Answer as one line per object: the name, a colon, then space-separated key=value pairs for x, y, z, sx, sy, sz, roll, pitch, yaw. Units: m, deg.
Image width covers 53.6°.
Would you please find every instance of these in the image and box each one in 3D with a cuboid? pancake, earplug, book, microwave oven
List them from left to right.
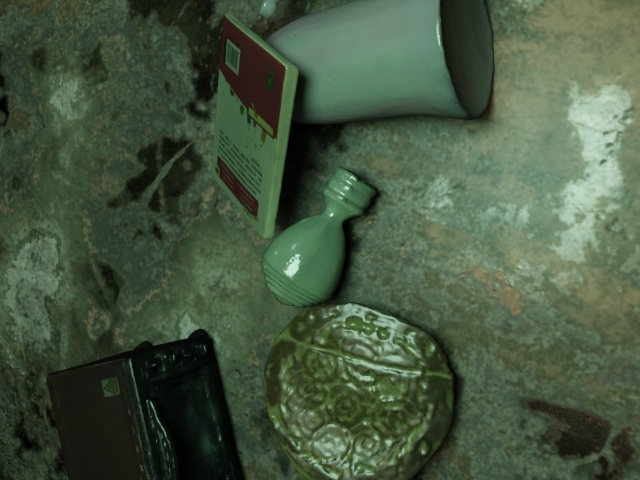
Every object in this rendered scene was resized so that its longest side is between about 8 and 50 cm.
microwave oven: x=-0.234 y=0.268 z=0.889 sx=0.188 sy=0.178 sz=0.248 roll=-17 pitch=86 yaw=25
book: x=-0.088 y=-0.137 z=0.782 sx=0.162 sy=0.022 sz=0.232 roll=48 pitch=141 yaw=39
earplug: x=0.033 y=-0.212 z=0.757 sx=0.301 sy=0.172 sz=0.173 roll=-2 pitch=92 yaw=32
pancake: x=0.040 y=0.198 z=0.794 sx=0.250 sy=0.031 sz=0.250 roll=0 pitch=89 yaw=17

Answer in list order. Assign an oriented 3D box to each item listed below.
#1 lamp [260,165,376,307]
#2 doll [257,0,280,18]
lamp: x=0.000 y=0.000 z=0.813 sx=0.106 sy=0.106 sz=0.193 roll=36 pitch=97 yaw=20
doll: x=-0.012 y=-0.452 z=0.772 sx=0.160 sy=0.094 sz=0.365 roll=34 pitch=107 yaw=65
